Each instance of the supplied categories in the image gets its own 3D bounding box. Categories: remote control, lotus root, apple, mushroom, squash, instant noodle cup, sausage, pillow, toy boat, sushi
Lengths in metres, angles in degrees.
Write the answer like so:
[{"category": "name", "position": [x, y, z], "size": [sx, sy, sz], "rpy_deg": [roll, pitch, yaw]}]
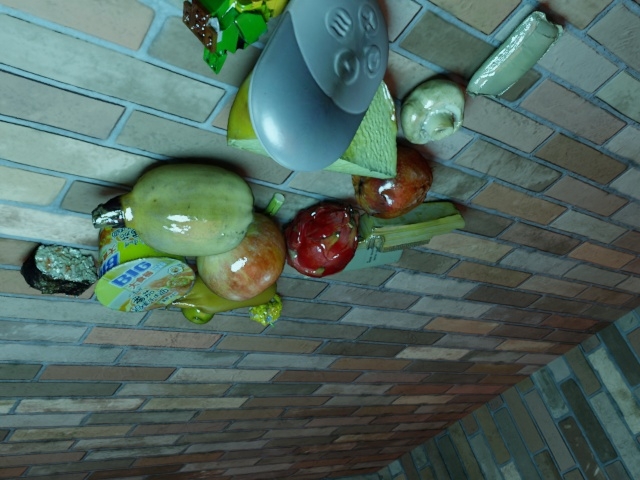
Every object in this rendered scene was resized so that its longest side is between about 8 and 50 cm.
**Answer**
[{"category": "remote control", "position": [0.004, -0.267, 1.044], "size": [0.221, 0.103, 0.332], "rpy_deg": [36, 74, -39]}, {"category": "lotus root", "position": [-0.277, -0.059, 1.263], "size": [0.310, 0.182, 0.182], "rpy_deg": [0, 142, -24]}, {"category": "apple", "position": [-0.313, 0.173, 1.683], "size": [0.090, 0.074, 0.089], "rpy_deg": [3, 143, 2]}, {"category": "mushroom", "position": [0.226, -0.256, 1.319], "size": [0.148, 0.112, 0.148], "rpy_deg": [-10, 153, -5]}, {"category": "apple", "position": [-0.172, 0.032, 1.434], "size": [0.209, 0.209, 0.164], "rpy_deg": [-26, 129, 7]}, {"category": "squash", "position": [-0.110, -0.070, 1.480], "size": [0.027, 0.027, 0.083], "rpy_deg": [4, 141, -33]}, {"category": "instant noodle cup", "position": [-0.378, 0.040, 1.378], "size": [0.205, 0.153, 0.205], "rpy_deg": [-16, 146, -11]}, {"category": "remote control", "position": [0.084, 0.035, 1.744], "size": [0.285, 0.038, 0.123], "rpy_deg": [-11, 145, -12]}, {"category": "sausage", "position": [-0.231, 0.116, 1.547], "size": [0.112, 0.112, 0.328], "rpy_deg": [-43, 158, 31]}, {"category": "pillow", "position": [0.386, -0.363, 1.304], "size": [0.119, 0.053, 0.208], "rpy_deg": [5, 140, -41]}, {"category": "toy boat", "position": [0.216, -0.029, 1.666], "size": [0.310, 0.089, 0.115], "rpy_deg": [-10, 136, -17]}, {"category": "sushi", "position": [-0.544, 0.063, 1.376], "size": [0.078, 0.090, 0.150], "rpy_deg": [-34, 147, 26]}, {"category": "apple", "position": [-0.006, -0.215, 1.183], "size": [0.346, 0.179, 0.254], "rpy_deg": [11, 138, -37]}]

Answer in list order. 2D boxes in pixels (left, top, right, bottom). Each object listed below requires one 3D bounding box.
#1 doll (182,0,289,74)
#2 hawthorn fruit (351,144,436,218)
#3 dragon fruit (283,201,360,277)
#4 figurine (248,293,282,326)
[{"category": "doll", "position": [-0.117, -0.352, 0.990], "size": [0.186, 0.106, 0.134], "rpy_deg": [-41, 162, -1]}, {"category": "hawthorn fruit", "position": [0.159, -0.124, 1.435], "size": [0.179, 0.173, 0.173], "rpy_deg": [14, 134, -41]}, {"category": "dragon fruit", "position": [0.000, 0.000, 1.519], "size": [0.209, 0.172, 0.172], "rpy_deg": [-33, 147, 32]}, {"category": "figurine", "position": [-0.148, 0.195, 1.775], "size": [0.095, 0.114, 0.156], "rpy_deg": [-9, 149, 0]}]
